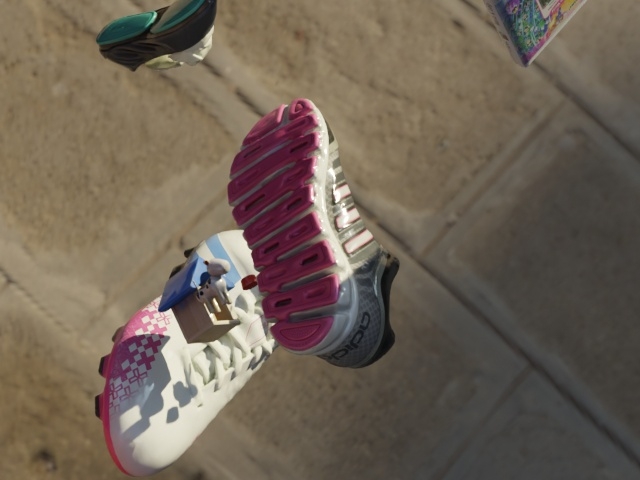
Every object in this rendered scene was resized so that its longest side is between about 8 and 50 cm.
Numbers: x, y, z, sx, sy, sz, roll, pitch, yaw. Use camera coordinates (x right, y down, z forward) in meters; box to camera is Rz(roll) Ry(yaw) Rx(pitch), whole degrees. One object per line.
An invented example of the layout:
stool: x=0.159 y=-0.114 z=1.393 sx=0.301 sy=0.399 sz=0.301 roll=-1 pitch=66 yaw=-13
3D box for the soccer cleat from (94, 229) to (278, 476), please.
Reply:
soccer cleat: x=-0.094 y=0.084 z=1.318 sx=0.331 sy=0.143 sz=0.116 roll=-66 pitch=139 yaw=-54

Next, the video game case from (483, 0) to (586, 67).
video game case: x=0.184 y=-0.229 z=1.100 sx=0.157 sy=0.143 sz=0.019 roll=-48 pitch=55 yaw=-5

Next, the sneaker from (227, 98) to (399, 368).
sneaker: x=0.000 y=0.000 z=0.758 sx=0.075 sy=0.063 sz=0.170 roll=39 pitch=28 yaw=-43

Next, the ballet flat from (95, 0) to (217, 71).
ballet flat: x=-0.155 y=-0.212 z=1.491 sx=0.074 sy=0.203 sz=0.074 roll=5 pitch=82 yaw=-40

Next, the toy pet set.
toy pet set: x=-0.073 y=0.034 z=1.214 sx=0.122 sy=0.114 sz=0.065 roll=2 pitch=57 yaw=-57
